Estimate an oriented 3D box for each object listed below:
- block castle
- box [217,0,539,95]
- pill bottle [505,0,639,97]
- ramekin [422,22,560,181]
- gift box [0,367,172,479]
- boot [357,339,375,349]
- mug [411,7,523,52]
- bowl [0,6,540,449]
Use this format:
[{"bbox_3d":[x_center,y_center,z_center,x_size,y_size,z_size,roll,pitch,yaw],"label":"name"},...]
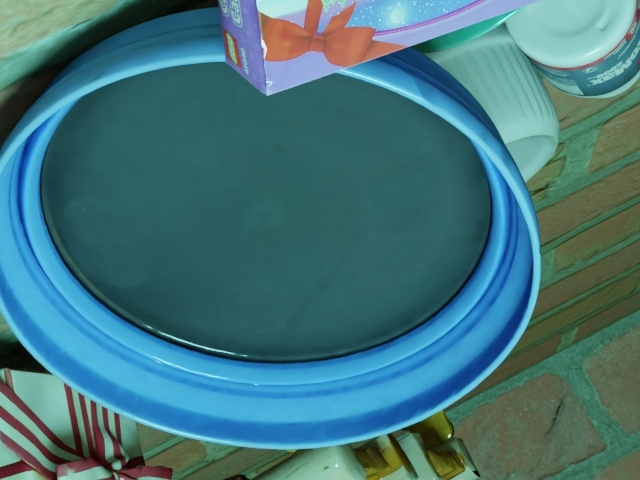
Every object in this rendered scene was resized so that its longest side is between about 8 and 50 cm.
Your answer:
[{"bbox_3d":[-0.039,0.176,1.515,0.213,0.303,0.453,-33,162,15],"label":"block castle"},{"bbox_3d":[0.074,-0.220,0.809,0.293,0.057,0.201,-21,128,-21],"label":"box"},{"bbox_3d":[0.225,-0.180,1.235,0.108,0.108,0.180,-33,163,13],"label":"pill bottle"},{"bbox_3d":[0.117,-0.093,1.312,0.207,0.109,0.207,-26,163,-9],"label":"ramekin"},{"bbox_3d":[-0.303,0.240,1.390,0.258,0.276,0.255,-17,170,18],"label":"gift box"},{"bbox_3d":[0.001,0.001,1.215,0.211,0.295,0.104,-14,-177,27],"label":"boot"},{"bbox_3d":[0.086,-0.207,0.957,0.129,0.097,0.157,-23,161,-15],"label":"mug"},{"bbox_3d":[-0.041,0.001,1.040,0.391,0.077,0.391,2,134,2],"label":"bowl"}]
